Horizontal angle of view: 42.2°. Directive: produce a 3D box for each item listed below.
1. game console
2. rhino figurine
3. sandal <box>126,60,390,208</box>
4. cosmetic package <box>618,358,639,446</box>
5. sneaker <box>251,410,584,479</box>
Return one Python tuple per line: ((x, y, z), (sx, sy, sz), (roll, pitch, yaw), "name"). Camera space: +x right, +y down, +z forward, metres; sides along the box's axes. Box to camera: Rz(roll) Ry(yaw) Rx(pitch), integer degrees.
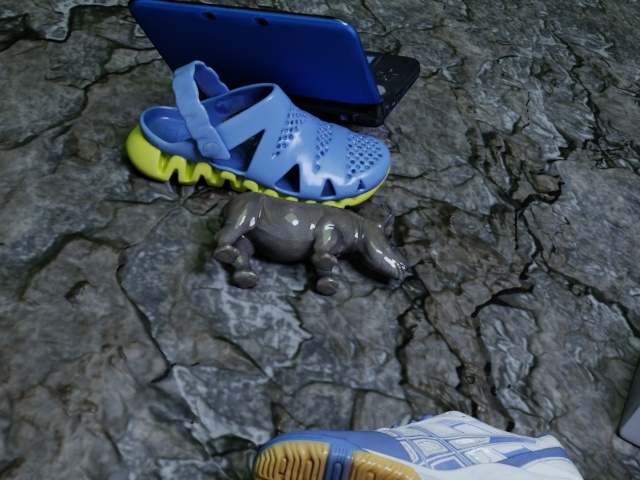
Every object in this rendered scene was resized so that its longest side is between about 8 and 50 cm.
((-0.044, -0.255, 1.044), (0.293, 0.173, 0.250), (13, 39, 21), "game console")
((0.000, 0.000, 0.916), (0.243, 0.073, 0.106), (7, 46, -13), "rhino figurine")
((-0.065, -0.124, 0.980), (0.318, 0.138, 0.126), (8, 41, -12), "sandal")
((0.431, 0.150, 0.834), (0.184, 0.151, 0.151), (28, 45, 13), "cosmetic package")
((0.087, 0.208, 0.720), (0.297, 0.111, 0.131), (13, 25, -7), "sneaker")
